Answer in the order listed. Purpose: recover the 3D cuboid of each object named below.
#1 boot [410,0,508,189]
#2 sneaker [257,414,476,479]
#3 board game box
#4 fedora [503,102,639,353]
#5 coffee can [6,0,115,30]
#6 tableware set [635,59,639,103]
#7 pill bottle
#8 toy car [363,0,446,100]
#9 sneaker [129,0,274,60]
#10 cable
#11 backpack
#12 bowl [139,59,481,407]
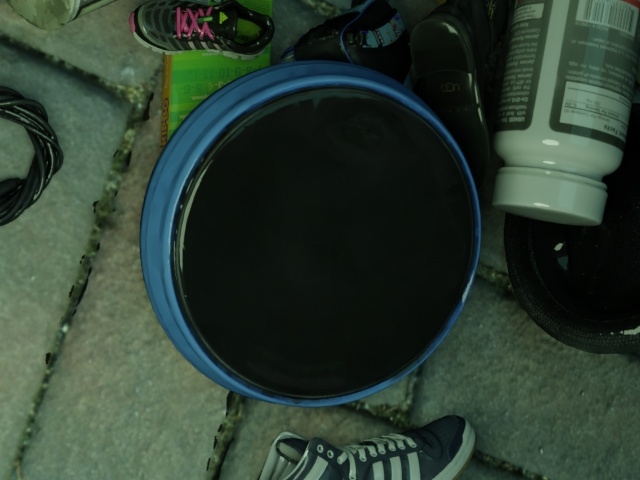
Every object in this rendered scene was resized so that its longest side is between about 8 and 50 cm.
[{"bbox_3d":[0.186,-0.211,1.593,0.229,0.091,0.263,-56,146,-51],"label":"boot"},{"bbox_3d":[0.050,0.249,1.497,0.282,0.099,0.153,-37,102,-27],"label":"sneaker"},{"bbox_3d":[-0.119,-0.163,1.506,0.124,0.039,0.259,8,75,-28],"label":"board game box"},{"bbox_3d":[0.398,-0.003,1.684,0.152,0.334,0.334,33,63,-54],"label":"fedora"},{"bbox_3d":[-0.209,-0.366,1.390,0.275,0.201,0.201,-32,98,-31],"label":"coffee can"},{"bbox_3d":[0.445,-0.202,1.845,0.128,0.039,0.194,7,83,-41],"label":"tableware set"},{"bbox_3d":[0.298,-0.168,1.606,0.161,0.161,0.283,13,85,-28],"label":"pill bottle"},{"bbox_3d":[0.111,-0.311,1.656,0.225,0.053,0.239,23,70,-26],"label":"toy car"},{"bbox_3d":[-0.124,-0.239,1.455,0.170,0.075,0.063,6,78,-28],"label":"sneaker"},{"bbox_3d":[-0.352,-0.086,1.348,0.185,0.047,0.150,11,76,-29],"label":"cable"},{"bbox_3d":[0.046,-0.201,1.559,0.158,0.117,0.173,64,32,-21],"label":"backpack"},{"bbox_3d":[0.000,0.000,1.442,0.391,0.077,0.391,-5,104,-20],"label":"bowl"}]
